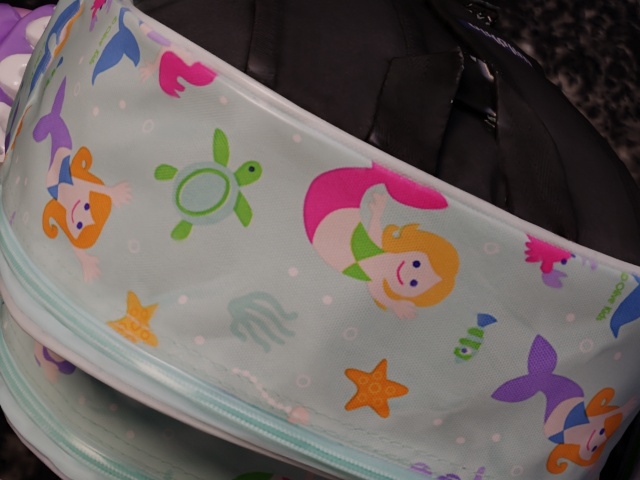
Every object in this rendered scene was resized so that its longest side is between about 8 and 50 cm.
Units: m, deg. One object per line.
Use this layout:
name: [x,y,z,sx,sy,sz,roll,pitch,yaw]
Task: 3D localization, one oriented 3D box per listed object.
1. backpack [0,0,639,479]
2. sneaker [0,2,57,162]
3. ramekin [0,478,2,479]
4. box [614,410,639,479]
backpack: [0.000,0.000,0.570,0.225,0.191,0.253,24,9,-16]
sneaker: [-0.166,-0.020,0.681,0.104,0.095,0.236,18,46,12]
ramekin: [-0.158,0.152,0.528,0.207,0.109,0.207,5,52,-7]
box: [0.214,-0.007,0.645,0.127,0.231,0.262,23,51,8]
